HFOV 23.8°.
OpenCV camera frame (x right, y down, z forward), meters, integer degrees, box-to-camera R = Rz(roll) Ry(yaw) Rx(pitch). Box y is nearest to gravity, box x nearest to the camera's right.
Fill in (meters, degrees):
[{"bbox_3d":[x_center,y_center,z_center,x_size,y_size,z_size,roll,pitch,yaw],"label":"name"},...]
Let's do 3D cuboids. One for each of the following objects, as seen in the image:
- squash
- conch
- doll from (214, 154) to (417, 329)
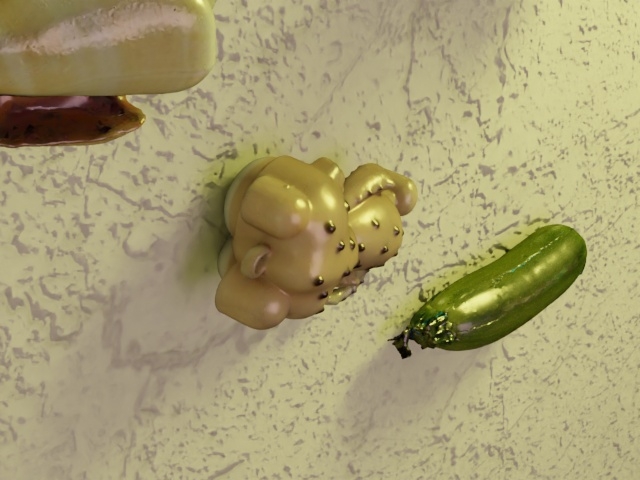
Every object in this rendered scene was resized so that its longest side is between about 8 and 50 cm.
[{"bbox_3d":[0.199,0.063,1.707,0.331,0.087,0.087,-26,133,-43],"label":"squash"},{"bbox_3d":[-0.185,-0.145,1.002,0.255,0.127,0.158,-6,152,-28],"label":"conch"},{"bbox_3d":[0.001,-0.002,1.364,0.278,0.119,0.154,-2,117,-65],"label":"doll"}]
